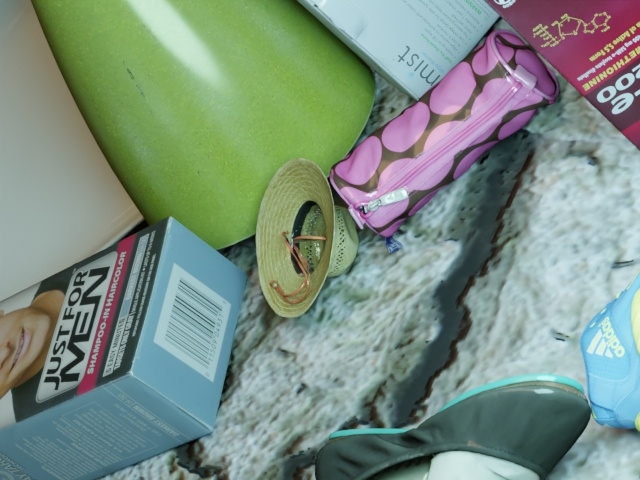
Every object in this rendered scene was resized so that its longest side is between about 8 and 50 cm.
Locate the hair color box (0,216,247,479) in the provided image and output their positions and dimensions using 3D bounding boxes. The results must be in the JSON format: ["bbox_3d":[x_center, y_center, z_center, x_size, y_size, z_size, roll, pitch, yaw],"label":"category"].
[{"bbox_3d":[-0.252,0.137,1.839,0.374,0.113,0.185,-25,39,37],"label":"hair color box"}]

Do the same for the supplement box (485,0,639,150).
[{"bbox_3d":[0.227,-0.177,1.415,0.130,0.239,0.073,-37,35,22],"label":"supplement box"}]

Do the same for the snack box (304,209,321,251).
[{"bbox_3d":[-0.042,-0.035,1.832,0.064,0.022,0.178,-48,30,-1],"label":"snack box"}]

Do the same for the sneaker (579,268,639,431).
[{"bbox_3d":[0.241,0.030,1.324,0.126,0.091,0.240,-13,48,47],"label":"sneaker"}]

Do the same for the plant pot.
[{"bbox_3d":[-0.140,-0.185,1.818,0.275,0.293,0.275,-29,31,20],"label":"plant pot"}]

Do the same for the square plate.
[{"bbox_3d":[-0.353,-0.081,2.113,0.344,0.049,0.347,-40,67,24],"label":"square plate"}]

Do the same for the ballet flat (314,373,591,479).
[{"bbox_3d":[0.094,0.174,1.377,0.280,0.095,0.096,-26,47,52],"label":"ballet flat"}]

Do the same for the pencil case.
[{"bbox_3d":[0.108,-0.090,1.630,0.209,0.095,0.098,-42,-1,17],"label":"pencil case"}]

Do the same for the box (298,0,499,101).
[{"bbox_3d":[0.065,-0.299,1.740,0.231,0.262,0.127,-50,30,3],"label":"box"}]

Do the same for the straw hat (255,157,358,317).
[{"bbox_3d":[0.000,0.000,1.700,0.144,0.061,0.144,-15,72,57],"label":"straw hat"}]
